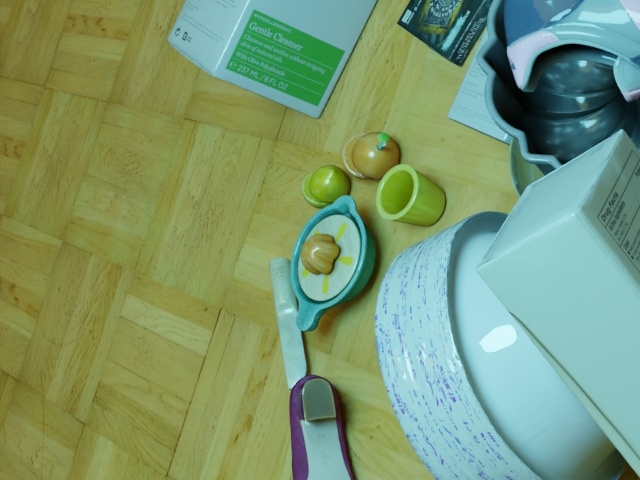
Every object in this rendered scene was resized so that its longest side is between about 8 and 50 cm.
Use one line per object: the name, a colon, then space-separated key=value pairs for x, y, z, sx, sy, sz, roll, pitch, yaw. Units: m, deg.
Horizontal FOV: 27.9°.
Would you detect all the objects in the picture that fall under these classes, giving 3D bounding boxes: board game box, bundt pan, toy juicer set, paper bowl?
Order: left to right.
toy juicer set: x=0.000 y=0.000 z=1.617 sx=0.329 sy=0.089 sz=0.209 roll=-53 pitch=42 yaw=21
board game box: x=0.180 y=-0.320 z=1.585 sx=0.186 sy=0.026 sz=0.126 roll=-59 pitch=41 yaw=15
paper bowl: x=0.195 y=0.107 z=1.203 sx=0.148 sy=0.284 sz=0.284 roll=-29 pitch=55 yaw=34
bundt pan: x=0.323 y=-0.164 z=1.220 sx=0.330 sy=0.124 sz=0.331 roll=-10 pitch=61 yaw=19

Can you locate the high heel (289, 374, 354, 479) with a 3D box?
high heel: x=-0.004 y=0.284 z=1.555 sx=0.117 sy=0.082 sz=0.244 roll=116 pitch=145 yaw=-82

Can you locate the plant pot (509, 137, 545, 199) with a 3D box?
plant pot: x=0.307 y=-0.091 z=1.285 sx=0.236 sy=0.032 sz=0.236 roll=-11 pitch=59 yaw=20

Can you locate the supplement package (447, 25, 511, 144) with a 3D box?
supplement package: x=0.238 y=-0.188 z=1.404 sx=0.105 sy=0.105 sz=0.179 roll=34 pitch=102 yaw=52

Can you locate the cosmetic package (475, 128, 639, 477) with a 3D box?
cosmetic package: x=0.283 y=0.082 z=1.073 sx=0.113 sy=0.309 sz=0.160 roll=-34 pitch=8 yaw=38

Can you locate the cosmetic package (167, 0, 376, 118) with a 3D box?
cosmetic package: x=-0.026 y=-0.376 z=1.715 sx=0.155 sy=0.197 sz=0.365 roll=41 pitch=109 yaw=48

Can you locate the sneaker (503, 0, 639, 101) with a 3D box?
sneaker: x=0.314 y=-0.181 z=1.113 sx=0.319 sy=0.112 sz=0.131 roll=5 pitch=87 yaw=25
